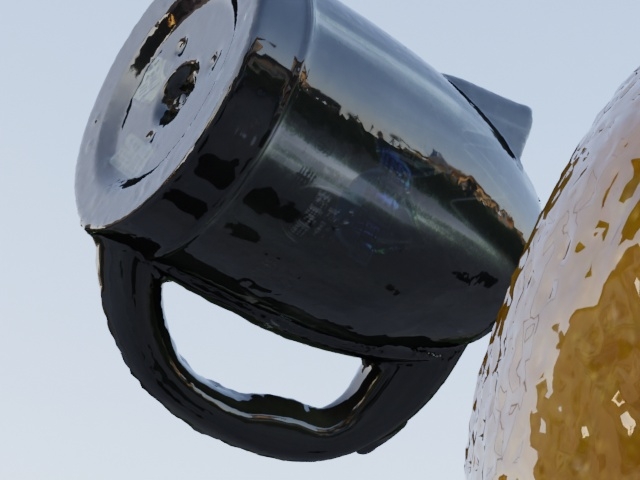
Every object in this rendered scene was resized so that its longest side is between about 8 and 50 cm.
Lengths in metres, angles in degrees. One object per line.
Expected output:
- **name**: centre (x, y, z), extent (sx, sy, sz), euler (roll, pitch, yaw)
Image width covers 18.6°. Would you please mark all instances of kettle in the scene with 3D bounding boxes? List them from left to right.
- **kettle**: centre (0.000, 0.000, 1.395), extent (0.324, 0.321, 0.228), euler (29, -5, -27)

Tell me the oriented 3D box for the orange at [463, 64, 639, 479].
- **orange**: centre (0.153, 0.056, 0.439), extent (0.264, 0.264, 0.264), euler (0, -23, 0)
